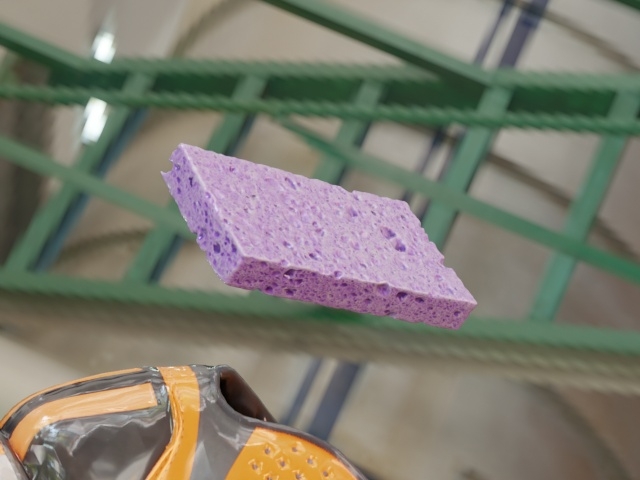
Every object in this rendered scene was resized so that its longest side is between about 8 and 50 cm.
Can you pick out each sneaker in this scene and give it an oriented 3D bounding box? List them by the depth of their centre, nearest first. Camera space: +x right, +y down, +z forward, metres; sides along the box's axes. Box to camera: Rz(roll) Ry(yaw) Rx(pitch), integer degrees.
[{"bbox_3d":[-0.024,0.201,0.790,0.124,0.180,0.321,-179,72,-71],"label":"sneaker"}]

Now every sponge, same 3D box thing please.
[{"bbox_3d":[0.000,0.000,1.349,0.210,0.117,0.031,14,-58,-39],"label":"sponge"}]
